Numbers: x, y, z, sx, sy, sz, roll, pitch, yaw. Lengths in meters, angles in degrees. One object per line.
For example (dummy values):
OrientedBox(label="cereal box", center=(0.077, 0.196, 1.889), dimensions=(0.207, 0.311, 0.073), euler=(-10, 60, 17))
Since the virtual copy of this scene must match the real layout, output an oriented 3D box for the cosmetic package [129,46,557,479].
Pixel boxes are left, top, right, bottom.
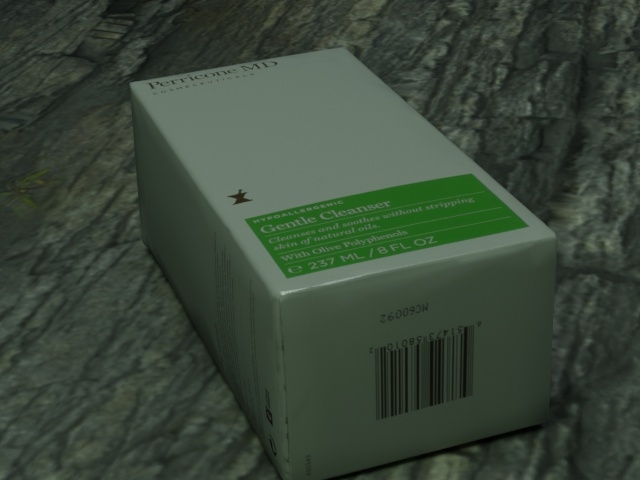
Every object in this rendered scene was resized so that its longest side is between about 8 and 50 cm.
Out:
OrientedBox(label="cosmetic package", center=(0.000, 0.000, 1.063), dimensions=(0.197, 0.155, 0.365), euler=(-13, 31, -18))
